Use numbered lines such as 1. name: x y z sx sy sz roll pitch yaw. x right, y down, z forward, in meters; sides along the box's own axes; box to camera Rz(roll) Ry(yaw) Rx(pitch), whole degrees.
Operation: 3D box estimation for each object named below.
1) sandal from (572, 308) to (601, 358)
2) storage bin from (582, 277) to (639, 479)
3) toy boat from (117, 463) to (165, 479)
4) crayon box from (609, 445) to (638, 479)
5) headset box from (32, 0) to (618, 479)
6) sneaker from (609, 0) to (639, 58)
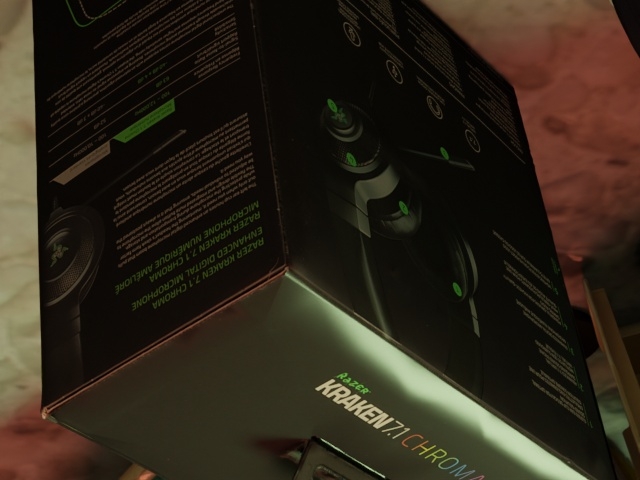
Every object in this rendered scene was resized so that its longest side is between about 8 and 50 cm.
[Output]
1. sandal: 0.107 0.105 1.141 0.179 0.040 0.067 -36 136 30
2. storage bin: 0.308 0.093 0.997 0.262 0.260 0.123 -15 122 5
3. toy boat: -0.121 0.207 1.110 0.318 0.148 0.267 21 113 -23
4. crayon box: 0.211 0.238 1.160 0.083 0.203 0.323 -36 143 11
5. headset box: 0.000 0.000 0.801 0.131 0.283 0.246 -31 137 25
6. sneaker: 0.282 -0.097 0.836 0.282 0.153 0.099 -3 142 -7
